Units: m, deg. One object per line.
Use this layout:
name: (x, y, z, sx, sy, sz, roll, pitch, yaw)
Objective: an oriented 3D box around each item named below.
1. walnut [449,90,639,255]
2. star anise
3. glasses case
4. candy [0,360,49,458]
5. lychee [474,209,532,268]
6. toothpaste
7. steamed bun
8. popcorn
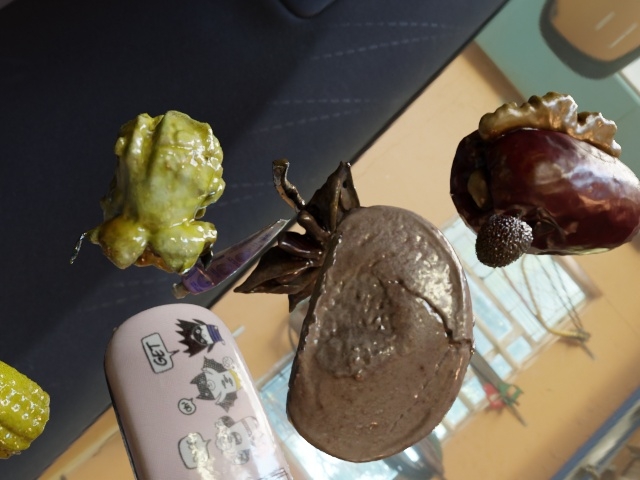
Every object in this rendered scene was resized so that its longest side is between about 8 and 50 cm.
walnut: (0.348, -0.098, 0.977, 0.269, 0.243, 0.222, 5, -177, -17)
star anise: (0.000, 0.003, 1.100, 0.350, 0.109, 0.292, 19, 103, -42)
glasses case: (-0.092, 0.200, 0.547, 0.122, 0.314, 0.075, -13, 160, -30)
candy: (-0.448, 0.188, 0.815, 0.094, 0.199, 0.106, -34, -148, 5)
lychee: (0.225, -0.003, 0.788, 0.083, 0.067, 0.068, -64, -150, 20)
toothpaste: (-0.189, 0.036, 1.331, 0.301, 0.048, 0.075, -32, 149, 15)
steamed bun: (0.089, 0.115, 0.786, 0.251, 0.199, 0.301, 55, 49, -76)
popcorn: (-0.198, -0.054, 0.765, 0.174, 0.195, 0.168, 15, 171, -42)
